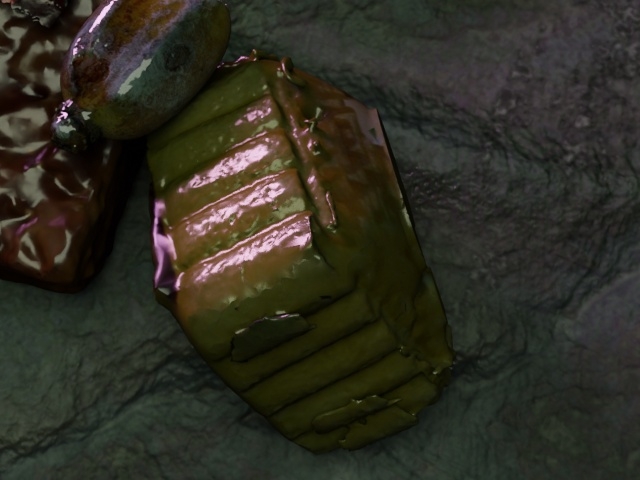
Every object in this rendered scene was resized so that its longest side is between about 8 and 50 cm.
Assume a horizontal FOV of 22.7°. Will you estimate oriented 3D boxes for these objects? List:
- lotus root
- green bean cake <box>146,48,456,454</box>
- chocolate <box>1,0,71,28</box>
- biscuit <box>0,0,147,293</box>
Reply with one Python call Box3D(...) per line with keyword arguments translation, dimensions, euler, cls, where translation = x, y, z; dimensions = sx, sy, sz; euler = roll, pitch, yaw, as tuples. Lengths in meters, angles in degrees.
Box3D(translation=(-0.159, -0.148, 1.354), dimensions=(0.113, 0.088, 0.192), euler=(36, 73, 10), cls="lotus root")
Box3D(translation=(0.000, 0.000, 1.406), dimensions=(0.202, 0.285, 0.310), euler=(-25, 52, 16), cls="green bean cake")
Box3D(translation=(-0.220, -0.276, 1.409), dimensions=(0.086, 0.028, 0.182), euler=(36, 76, 4), cls="chocolate")
Box3D(translation=(-0.312, -0.165, 1.479), dimensions=(0.342, 0.166, 0.395), euler=(17, 76, 7), cls="biscuit")
